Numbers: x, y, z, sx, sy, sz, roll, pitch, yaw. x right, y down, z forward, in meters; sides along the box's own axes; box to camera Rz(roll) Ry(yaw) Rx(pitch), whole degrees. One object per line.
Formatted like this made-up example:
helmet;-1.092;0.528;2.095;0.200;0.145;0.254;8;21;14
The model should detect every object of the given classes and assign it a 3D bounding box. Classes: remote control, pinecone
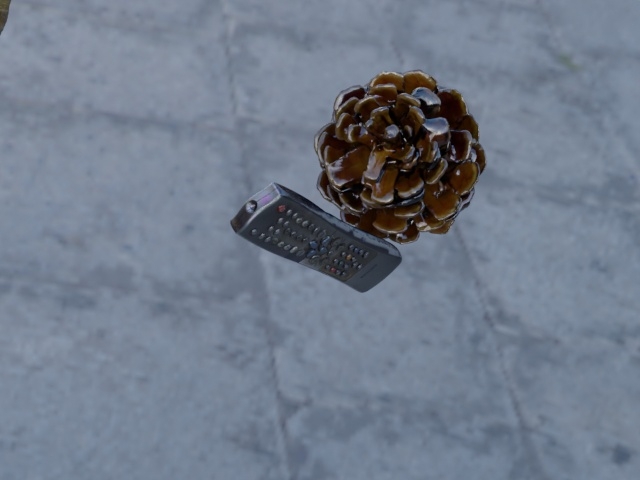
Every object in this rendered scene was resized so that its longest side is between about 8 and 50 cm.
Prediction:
remote control;0.000;0.000;1.397;0.212;0.059;0.028;28;29;-54
pinecone;0.069;-0.078;1.491;0.173;0.173;0.173;10;30;-6

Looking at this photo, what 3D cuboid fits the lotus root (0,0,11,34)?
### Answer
lotus root;-0.400;-0.237;1.630;0.074;0.170;0.261;-1;-6;-42
